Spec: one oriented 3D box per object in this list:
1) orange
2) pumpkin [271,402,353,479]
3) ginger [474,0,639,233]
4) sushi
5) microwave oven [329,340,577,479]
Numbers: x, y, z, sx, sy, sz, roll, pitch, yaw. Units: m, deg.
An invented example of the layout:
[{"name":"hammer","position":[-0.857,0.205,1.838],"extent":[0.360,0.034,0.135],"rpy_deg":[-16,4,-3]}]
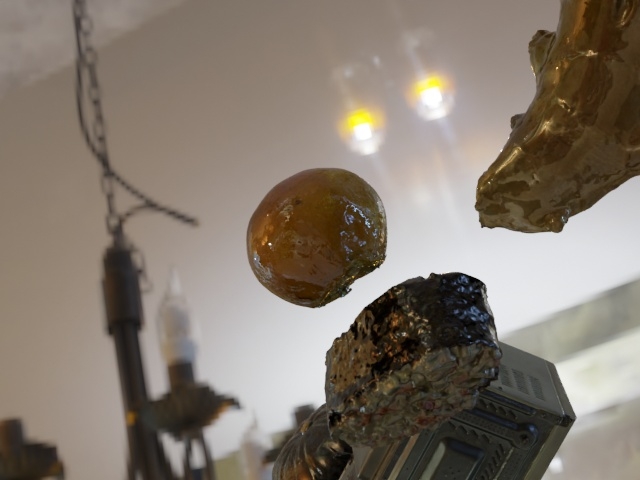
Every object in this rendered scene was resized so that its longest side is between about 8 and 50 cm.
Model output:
[{"name":"orange","position":[0.000,0.000,1.768],"extent":[0.154,0.134,0.155],"rpy_deg":[-23,-38,-20]},{"name":"pumpkin","position":[0.032,0.317,2.395],"extent":[0.162,0.220,0.220],"rpy_deg":[47,-58,-5]},{"name":"ginger","position":[0.261,-0.181,1.300],"extent":[0.363,0.348,0.122],"rpy_deg":[-4,-7,33]},{"name":"sushi","position":[0.059,0.086,1.162],"extent":[0.090,0.078,0.150],"rpy_deg":[10,-36,-35]},{"name":"microwave oven","position":[0.134,0.230,1.835],"extent":[0.194,0.145,0.240],"rpy_deg":[21,-69,-15]}]
